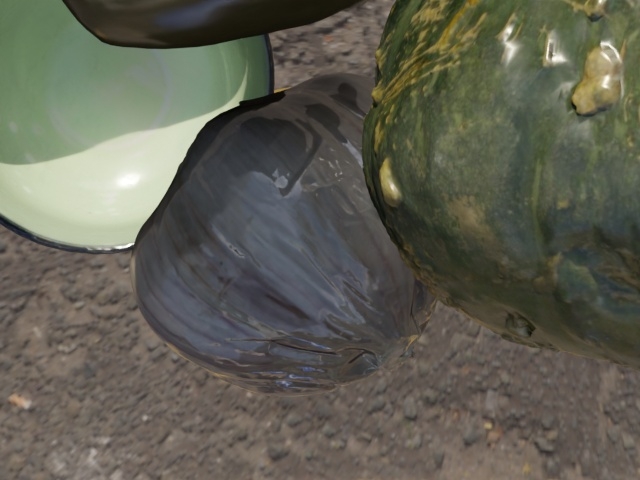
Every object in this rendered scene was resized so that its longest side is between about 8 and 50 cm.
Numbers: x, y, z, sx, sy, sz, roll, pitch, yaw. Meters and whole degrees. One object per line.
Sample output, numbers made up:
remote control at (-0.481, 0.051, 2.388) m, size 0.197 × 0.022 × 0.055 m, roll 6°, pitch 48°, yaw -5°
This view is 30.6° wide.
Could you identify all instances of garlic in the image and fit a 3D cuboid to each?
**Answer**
garlic at (0.000, 0.000, 1.034) m, size 0.317 × 0.317 × 0.259 m, roll -40°, pitch 72°, yaw 15°

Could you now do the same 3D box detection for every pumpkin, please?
pumpkin at (0.176, -0.052, 0.633) m, size 0.328 × 0.291 × 0.257 m, roll 4°, pitch 102°, yaw 22°

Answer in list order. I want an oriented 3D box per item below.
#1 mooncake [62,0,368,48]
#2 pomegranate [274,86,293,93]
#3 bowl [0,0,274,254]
mooncake at (-0.095, -0.369, 0.809) m, size 0.262 × 0.467 × 0.467 m, roll -14°, pitch 97°, yaw 2°
pomegranate at (-0.040, -0.053, 1.461) m, size 0.307 × 0.307 × 0.307 m, roll 2°, pitch 100°, yaw 11°
bowl at (-0.232, -0.165, 1.255) m, size 0.354 × 0.185 × 0.354 m, roll 0°, pitch 92°, yaw -8°
